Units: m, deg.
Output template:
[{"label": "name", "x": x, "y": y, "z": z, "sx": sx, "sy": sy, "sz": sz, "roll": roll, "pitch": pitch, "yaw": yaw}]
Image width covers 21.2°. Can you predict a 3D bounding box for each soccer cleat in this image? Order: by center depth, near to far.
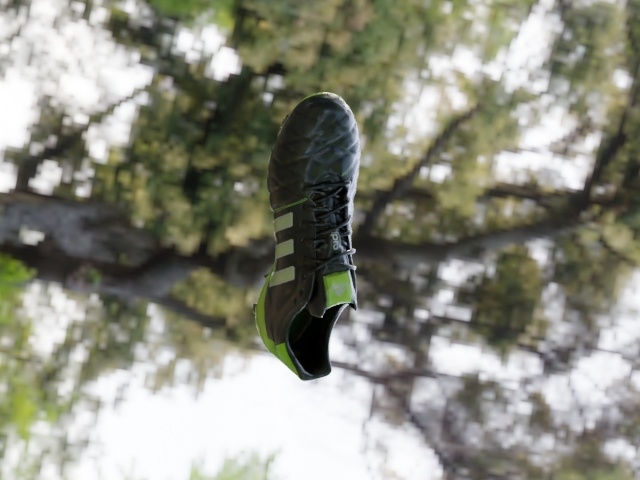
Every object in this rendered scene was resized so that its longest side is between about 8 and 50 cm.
[{"label": "soccer cleat", "x": 0.000, "y": 0.000, "z": 1.006, "sx": 0.072, "sy": 0.060, "sz": 0.179, "roll": 48, "pitch": -41, "yaw": 47}]
